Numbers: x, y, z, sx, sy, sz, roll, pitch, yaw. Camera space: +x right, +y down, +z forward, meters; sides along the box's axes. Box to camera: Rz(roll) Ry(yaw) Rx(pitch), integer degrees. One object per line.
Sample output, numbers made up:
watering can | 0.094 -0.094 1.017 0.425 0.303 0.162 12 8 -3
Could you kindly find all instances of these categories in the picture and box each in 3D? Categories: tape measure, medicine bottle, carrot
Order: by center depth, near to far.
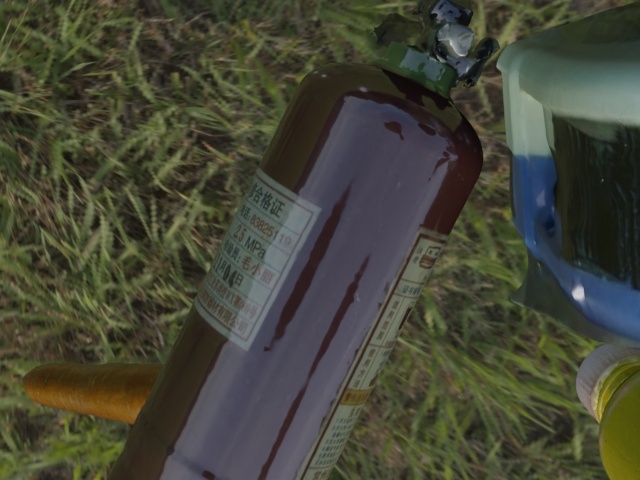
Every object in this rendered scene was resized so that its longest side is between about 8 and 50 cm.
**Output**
tape measure | 0.215 -0.040 0.482 0.259 0.262 0.138 -8 95 3
carrot | -0.131 0.098 0.728 0.043 0.248 0.043 3 86 -40
medicine bottle | 0.267 0.146 0.857 0.121 0.212 0.122 -4 109 -12

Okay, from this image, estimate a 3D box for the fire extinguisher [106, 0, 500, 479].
fire extinguisher | 0.000 0.000 0.406 0.071 0.099 0.231 24 95 -15
